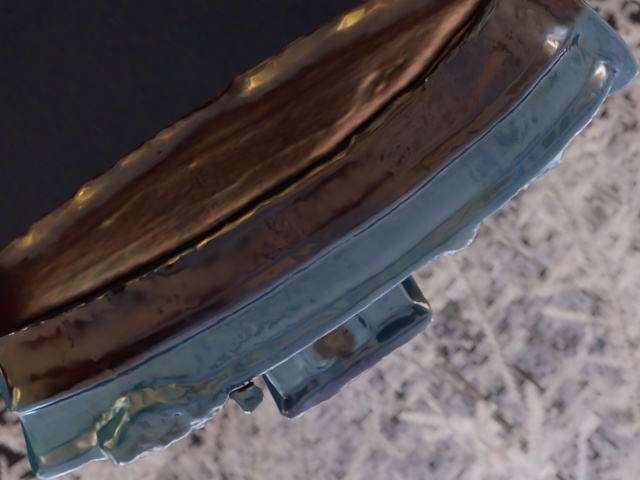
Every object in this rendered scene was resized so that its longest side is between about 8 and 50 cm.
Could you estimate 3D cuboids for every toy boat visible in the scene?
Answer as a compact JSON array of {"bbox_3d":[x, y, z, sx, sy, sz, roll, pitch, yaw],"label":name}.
[{"bbox_3d":[0.000,0.000,0.532,0.223,0.100,0.097,-33,-54,3],"label":"toy boat"}]
